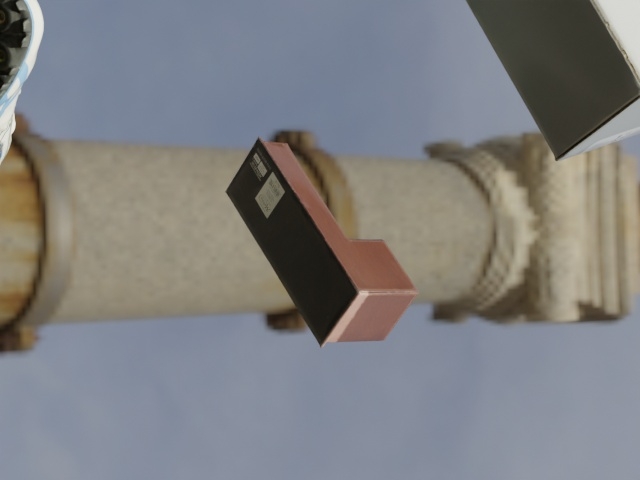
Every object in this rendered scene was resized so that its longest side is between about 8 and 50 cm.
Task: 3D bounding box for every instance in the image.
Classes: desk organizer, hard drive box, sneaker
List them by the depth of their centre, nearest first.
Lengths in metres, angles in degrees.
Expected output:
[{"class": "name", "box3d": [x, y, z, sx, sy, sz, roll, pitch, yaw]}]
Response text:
[{"class": "desk organizer", "box3d": [0.000, 0.000, 1.109, 0.047, 0.050, 0.130, -57, -130, 32]}, {"class": "hard drive box", "box3d": [0.172, -0.186, 1.164, 0.089, 0.181, 0.232, -40, -106, 46]}, {"class": "sneaker", "box3d": [-0.229, -0.092, 1.209, 0.085, 0.086, 0.237, 51, -43, 10]}]
